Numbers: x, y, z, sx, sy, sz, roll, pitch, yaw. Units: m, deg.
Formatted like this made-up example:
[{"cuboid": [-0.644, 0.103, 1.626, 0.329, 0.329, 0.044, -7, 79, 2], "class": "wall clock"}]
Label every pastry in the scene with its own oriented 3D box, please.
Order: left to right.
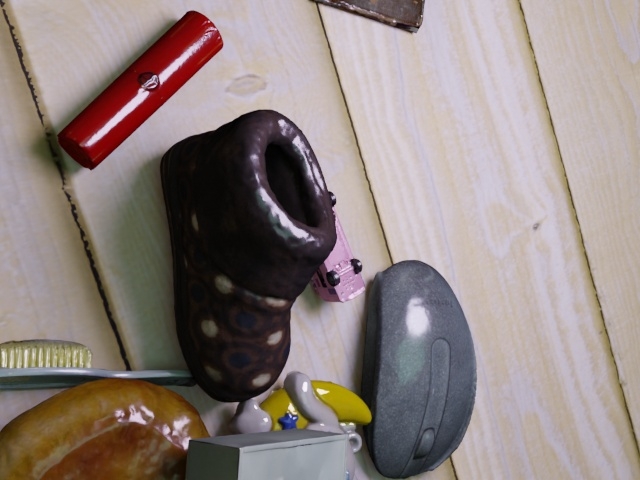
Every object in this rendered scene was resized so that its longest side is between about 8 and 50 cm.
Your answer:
[{"cuboid": [-0.266, 0.343, 0.783, 0.356, 0.164, 0.356, -1, 92, -30], "class": "pastry"}]

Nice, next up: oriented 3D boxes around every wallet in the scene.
[{"cuboid": [0.087, -0.452, 1.138, 0.232, 0.031, 0.122, 6, 87, -28], "class": "wallet"}]

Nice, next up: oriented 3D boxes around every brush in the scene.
[{"cuboid": [-0.301, 0.162, 0.845, 0.297, 0.068, 0.060, 9, 60, -34], "class": "brush"}]

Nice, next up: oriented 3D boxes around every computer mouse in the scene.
[{"cuboid": [0.163, 0.218, 1.075, 0.203, 0.114, 0.374, 1, 86, -31], "class": "computer mouse"}]

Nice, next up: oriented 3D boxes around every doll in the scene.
[{"cuboid": [-0.013, 0.321, 0.962, 0.237, 0.111, 0.252, -14, 82, -29], "class": "doll"}]

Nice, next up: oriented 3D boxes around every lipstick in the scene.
[{"cuboid": [-0.245, -0.215, 0.898, 0.073, 0.073, 0.280, 46, 64, -19], "class": "lipstick"}]

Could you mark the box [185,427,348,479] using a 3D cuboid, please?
[{"cuboid": [-0.062, 0.307, 0.790, 0.225, 0.086, 0.129, 19, 72, -55], "class": "box"}]

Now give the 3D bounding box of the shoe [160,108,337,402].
[{"cuboid": [-0.084, 0.025, 0.861, 0.171, 0.237, 0.384, -5, 85, -46], "class": "shoe"}]

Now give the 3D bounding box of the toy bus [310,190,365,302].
[{"cuboid": [0.000, 0.000, 1.012, 0.063, 0.090, 0.203, -26, 100, -30], "class": "toy bus"}]
